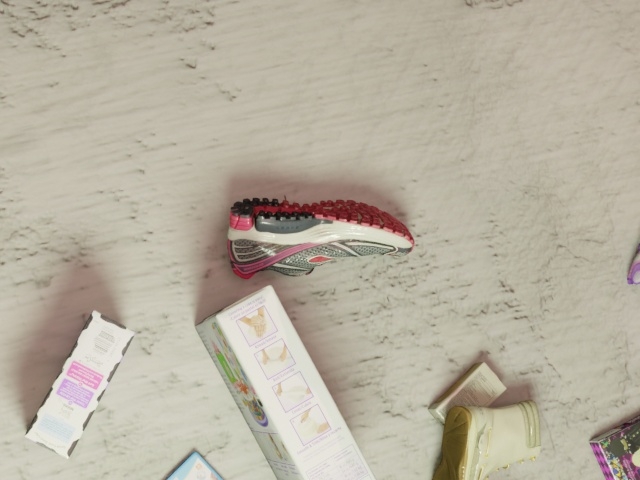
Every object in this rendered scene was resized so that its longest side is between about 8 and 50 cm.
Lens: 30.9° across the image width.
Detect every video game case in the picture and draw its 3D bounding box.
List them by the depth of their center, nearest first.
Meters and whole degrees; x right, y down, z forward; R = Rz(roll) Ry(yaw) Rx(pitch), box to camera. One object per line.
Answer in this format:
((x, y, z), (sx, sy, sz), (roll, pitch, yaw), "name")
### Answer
((-0.174, 0.418, 1.742), (0.119, 0.015, 0.166), (-44, 93, -15), "video game case")
((0.582, 0.393, 1.917), (0.210, 0.042, 0.232), (-24, 88, -16), "video game case")

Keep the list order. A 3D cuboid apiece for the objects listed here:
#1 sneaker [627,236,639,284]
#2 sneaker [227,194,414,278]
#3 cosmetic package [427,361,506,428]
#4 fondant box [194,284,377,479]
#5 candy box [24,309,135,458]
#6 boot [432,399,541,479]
((0.611, 0.092, 1.948), (0.236, 0.095, 0.104), (37, 82, -1), "sneaker")
((0.000, 0.000, 1.807), (0.299, 0.121, 0.112), (2, 111, -14), "sneaker")
((0.234, 0.253, 1.852), (0.115, 0.041, 0.060), (-40, 93, -16), "cosmetic package")
((-0.053, 0.238, 1.682), (0.096, 0.238, 0.330), (-29, 90, -15), "fondant box")
((-0.344, 0.206, 1.653), (0.070, 0.165, 0.196), (28, 76, -8), "candy box")
((0.263, 0.354, 1.822), (0.165, 0.077, 0.213), (-2, 107, -33), "boot")
